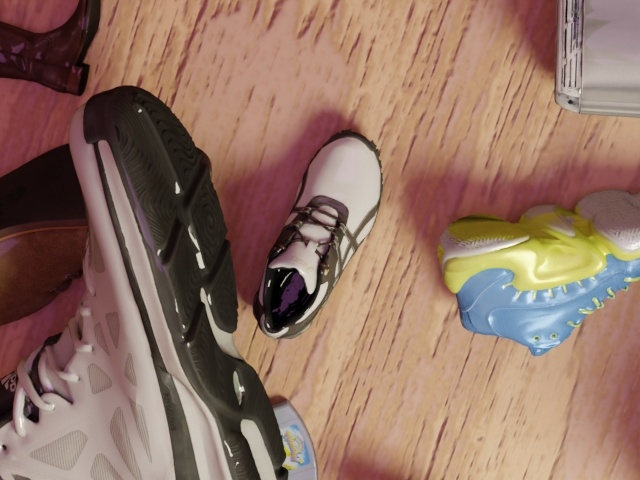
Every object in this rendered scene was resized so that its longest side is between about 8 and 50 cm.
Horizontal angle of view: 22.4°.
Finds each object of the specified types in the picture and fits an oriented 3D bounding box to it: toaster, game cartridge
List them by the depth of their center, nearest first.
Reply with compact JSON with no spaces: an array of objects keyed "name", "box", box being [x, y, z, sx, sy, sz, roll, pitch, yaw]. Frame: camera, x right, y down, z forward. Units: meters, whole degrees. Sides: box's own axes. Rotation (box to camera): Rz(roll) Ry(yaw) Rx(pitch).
[{"name":"toaster","box":[0.270,-0.185,1.345,0.146,0.129,0.227,2,101,8]},{"name":"game cartridge","box":[-0.035,0.191,1.480,0.056,0.017,0.083,-20,97,3]}]

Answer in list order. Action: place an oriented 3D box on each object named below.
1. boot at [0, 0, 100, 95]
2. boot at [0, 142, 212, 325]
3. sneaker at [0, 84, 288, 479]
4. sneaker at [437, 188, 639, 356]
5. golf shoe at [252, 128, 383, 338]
[{"name":"boot","box":[-0.257,-0.188,1.433,0.114,0.037,0.106,14,97,7]},{"name":"boot","box":[-0.236,-0.006,1.442,0.305,0.112,0.115,-16,128,2]},{"name":"sneaker","box":[-0.198,0.093,1.353,0.257,0.169,0.447,-6,119,13]},{"name":"sneaker","box":[0.224,0.030,1.412,0.240,0.091,0.126,-4,116,5]},{"name":"golf shoe","box":[0.000,0.000,1.410,0.077,0.094,0.198,21,98,2]}]
